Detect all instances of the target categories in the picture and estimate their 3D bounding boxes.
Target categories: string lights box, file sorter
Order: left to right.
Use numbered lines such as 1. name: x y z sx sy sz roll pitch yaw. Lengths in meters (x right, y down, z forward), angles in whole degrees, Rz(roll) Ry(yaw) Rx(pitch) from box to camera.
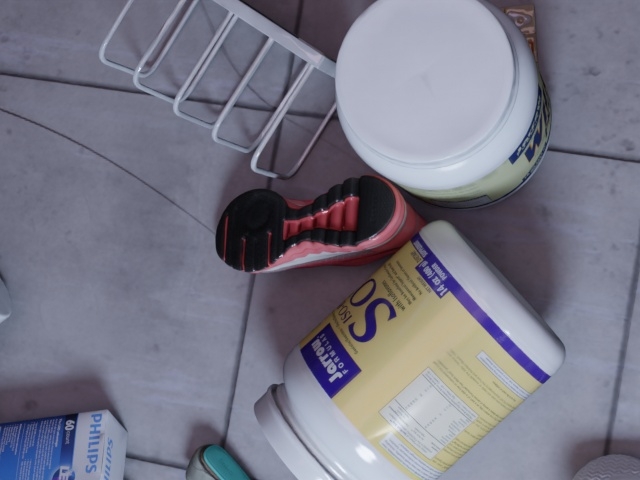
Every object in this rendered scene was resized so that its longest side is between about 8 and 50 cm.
1. string lights box: -0.398 0.316 1.852 0.259 0.077 0.133 -8 54 13
2. file sorter: -0.123 -0.228 1.805 0.277 0.193 0.173 35 97 15

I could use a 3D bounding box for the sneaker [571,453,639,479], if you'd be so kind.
1. sneaker: 0.350 0.453 1.653 0.137 0.210 0.366 0 50 14

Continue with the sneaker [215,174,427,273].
1. sneaker: 0.000 0.001 1.794 0.314 0.136 0.116 -6 69 37

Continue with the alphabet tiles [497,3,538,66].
1. alphabet tiles: 0.192 -0.185 1.814 0.198 0.009 0.237 -5 83 13

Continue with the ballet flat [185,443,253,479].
1. ballet flat: -0.094 0.359 1.813 0.213 0.072 0.068 44 123 15

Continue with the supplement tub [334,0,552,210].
1. supplement tub: 0.150 -0.167 1.650 0.235 0.325 0.235 -1 85 14

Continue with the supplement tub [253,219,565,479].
1. supplement tub: 0.106 0.163 1.682 0.331 0.241 0.241 -43 77 6

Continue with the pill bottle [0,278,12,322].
1. pill bottle: -0.575 0.130 1.898 0.278 0.162 0.162 -35 78 8
